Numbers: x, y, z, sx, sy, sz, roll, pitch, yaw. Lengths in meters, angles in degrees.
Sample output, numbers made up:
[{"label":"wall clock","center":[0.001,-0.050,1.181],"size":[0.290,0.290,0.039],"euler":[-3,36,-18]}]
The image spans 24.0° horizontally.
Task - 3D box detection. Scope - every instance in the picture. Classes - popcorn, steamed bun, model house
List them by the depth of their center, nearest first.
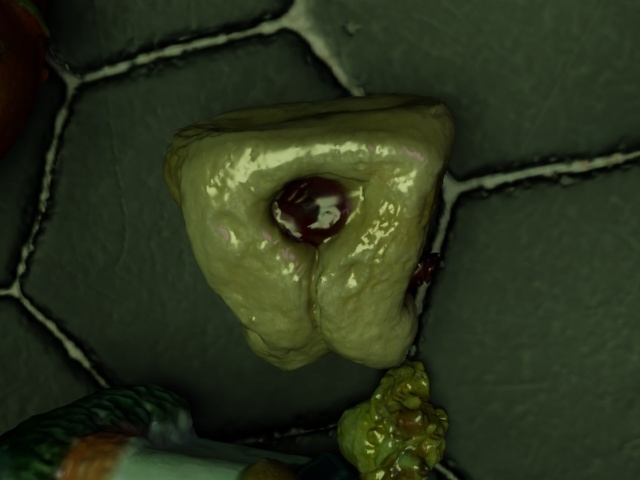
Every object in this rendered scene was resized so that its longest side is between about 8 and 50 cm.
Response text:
[{"label":"model house","center":[-0.034,0.222,0.873],"size":[0.291,0.184,0.253],"euler":[1,98,20]},{"label":"steamed bun","center":[0.000,0.000,0.875],"size":[0.172,0.141,0.155],"euler":[-6,102,9]},{"label":"popcorn","center":[0.044,0.114,0.923],"size":[0.068,0.059,0.083],"euler":[14,93,9]}]

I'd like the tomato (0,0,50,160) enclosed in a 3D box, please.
[{"label":"tomato","center":[-0.315,-0.121,0.866],"size":[0.303,0.303,0.239],"euler":[46,120,2]}]
